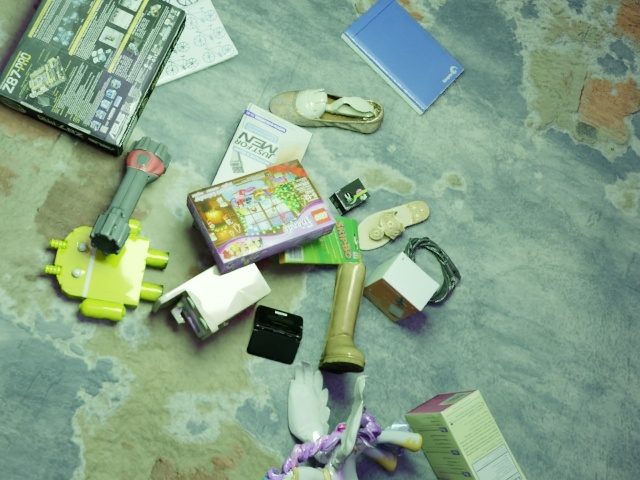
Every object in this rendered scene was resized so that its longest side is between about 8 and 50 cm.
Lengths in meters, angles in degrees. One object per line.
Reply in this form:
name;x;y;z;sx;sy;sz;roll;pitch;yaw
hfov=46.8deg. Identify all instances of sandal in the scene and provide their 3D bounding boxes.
sandal;0.198;-0.054;1.967;0.240;0.079;0.088;-25;84;-22

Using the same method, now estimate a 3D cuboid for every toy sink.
toy sink;-0.254;0.145;1.726;0.234;0.153;0.131;-31;86;-24

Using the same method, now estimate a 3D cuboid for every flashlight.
flashlight;-0.445;-0.103;1.726;0.103;0.103;0.303;46;47;-38

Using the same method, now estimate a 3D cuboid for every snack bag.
snack bag;-0.429;-0.571;1.912;0.323;0.037;0.342;-25;86;-17

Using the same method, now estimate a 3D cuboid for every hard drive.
hard drive;0.241;-0.542;2.138;0.319;0.040;0.210;44;67;-2

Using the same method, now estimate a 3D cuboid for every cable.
cable;0.282;0.076;1.983;0.151;0.047;0.184;-35;90;-18

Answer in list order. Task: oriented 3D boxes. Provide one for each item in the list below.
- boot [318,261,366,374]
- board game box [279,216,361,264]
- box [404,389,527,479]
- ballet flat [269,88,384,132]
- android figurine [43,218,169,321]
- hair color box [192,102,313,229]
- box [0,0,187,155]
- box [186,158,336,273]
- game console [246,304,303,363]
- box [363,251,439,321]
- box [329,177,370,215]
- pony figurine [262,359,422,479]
boot;0.064;0.179;1.779;0.089;0.236;0.269;17;74;-15
board game box;0.000;0.000;1.864;0.260;0.039;0.124;3;78;-40
box;0.345;0.499;1.787;0.117;0.213;0.242;-24;83;-22
ballet flat;0.025;-0.361;1.982;0.316;0.106;0.107;3;74;-17
android figurine;-0.497;0.061;1.723;0.273;0.056;0.248;13;71;-16
hair color box;-0.169;-0.155;1.862;0.185;0.110;0.338;25;71;-11
box;-0.550;-0.447;1.794;0.319;0.097;0.394;24;77;-9
box;-0.138;-0.063;1.729;0.294;0.057;0.200;-21;67;-23
game console;-0.112;0.231;1.824;0.122;0.071;0.107;17;41;-14
box;0.196;0.121;1.868;0.130;0.170;0.091;42;67;-2
box;0.078;-0.115;1.960;0.083;0.052;0.062;-33;87;-22
pony figurine;0.053;0.479;1.694;0.364;0.303;0.350;19;78;-28
